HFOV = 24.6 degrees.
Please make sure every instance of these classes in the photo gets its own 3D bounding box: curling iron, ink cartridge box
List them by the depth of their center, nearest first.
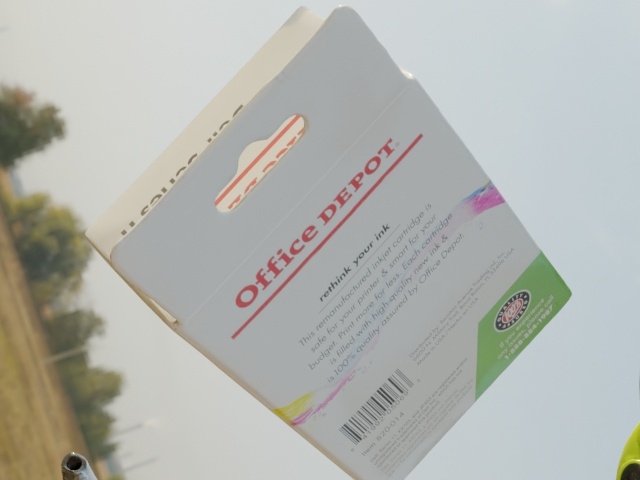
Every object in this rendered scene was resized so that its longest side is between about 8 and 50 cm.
[{"bbox_3d":[0.000,0.000,0.943,0.119,0.207,0.353,40,-5,41],"label":"ink cartridge box"},{"bbox_3d":[-0.201,0.203,1.159,0.274,0.068,0.035,129,-39,-69],"label":"curling iron"}]

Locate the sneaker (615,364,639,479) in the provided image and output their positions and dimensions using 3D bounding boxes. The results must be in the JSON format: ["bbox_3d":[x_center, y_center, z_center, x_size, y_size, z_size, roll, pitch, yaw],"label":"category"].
[{"bbox_3d":[0.290,0.131,1.112,0.123,0.109,0.295,63,35,-52],"label":"sneaker"}]
